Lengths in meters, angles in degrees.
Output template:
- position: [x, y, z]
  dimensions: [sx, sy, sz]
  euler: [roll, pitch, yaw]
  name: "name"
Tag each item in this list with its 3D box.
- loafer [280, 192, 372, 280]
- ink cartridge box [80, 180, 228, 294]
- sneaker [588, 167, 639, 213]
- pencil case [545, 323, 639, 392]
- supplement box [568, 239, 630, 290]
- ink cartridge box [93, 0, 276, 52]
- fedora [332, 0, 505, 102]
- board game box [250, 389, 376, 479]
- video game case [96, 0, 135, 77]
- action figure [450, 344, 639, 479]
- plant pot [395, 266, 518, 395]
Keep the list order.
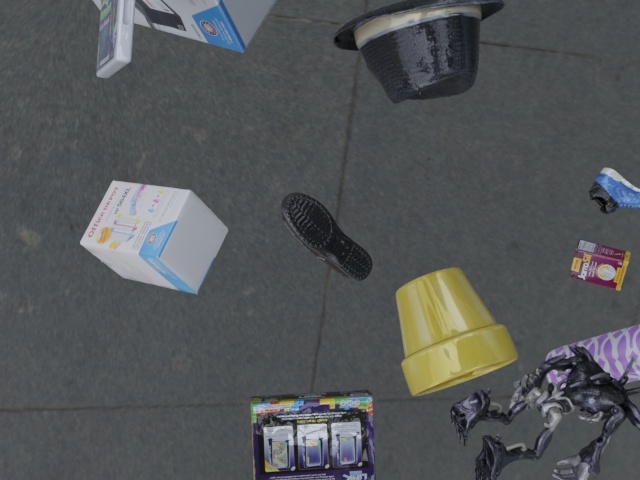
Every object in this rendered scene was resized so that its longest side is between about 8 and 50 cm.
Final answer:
- position: [0.000, 0.000, 1.533]
  dimensions: [0.220, 0.078, 0.080]
  euler: [46, 68, -15]
  name: "loafer"
- position: [-0.203, -0.006, 0.950]
  dimensions: [0.090, 0.143, 0.092]
  euler: [52, 54, -50]
  name: "ink cartridge box"
- position: [0.634, -0.077, 1.683]
  dimensions: [0.152, 0.058, 0.084]
  euler: [37, 84, 5]
  name: "sneaker"
- position: [0.437, 0.181, 1.196]
  dimensions: [0.088, 0.206, 0.086]
  euler: [48, 49, -15]
  name: "pencil case"
- position: [0.452, 0.039, 1.301]
  dimensions: [0.083, 0.043, 0.054]
  euler: [15, 118, 19]
  name: "supplement box"
- position: [-0.252, -0.442, 1.263]
  dimensions: [0.129, 0.308, 0.223]
  euler: [-62, 155, -16]
  name: "ink cartridge box"
- position: [0.181, -0.331, 1.447]
  dimensions: [0.334, 0.334, 0.152]
  euler: [-10, 92, -13]
  name: "fedora"
- position: [-0.010, 0.285, 1.117]
  dimensions: [0.170, 0.048, 0.141]
  euler: [-2, 91, -5]
  name: "board game box"
- position: [-0.273, -0.314, 1.074]
  dimensions: [0.022, 0.190, 0.173]
  euler: [4, 93, -23]
  name: "video game case"
- position: [0.313, 0.237, 1.081]
  dimensions: [0.276, 0.164, 0.140]
  euler: [-12, 138, -19]
  name: "action figure"
- position: [0.285, 0.200, 1.823]
  dimensions: [0.254, 0.254, 0.238]
  euler: [-17, 74, -11]
  name: "plant pot"
